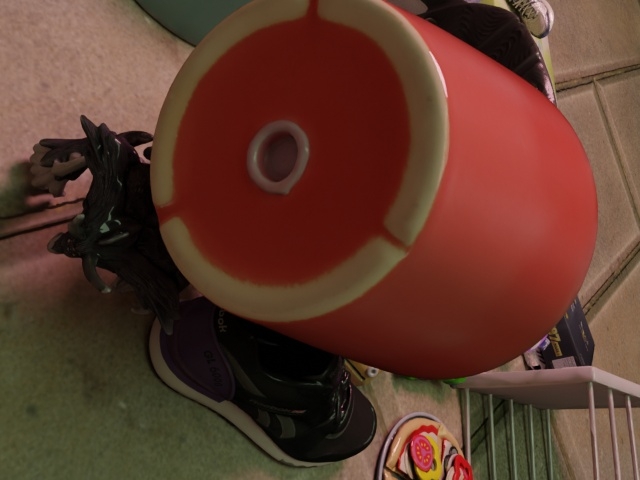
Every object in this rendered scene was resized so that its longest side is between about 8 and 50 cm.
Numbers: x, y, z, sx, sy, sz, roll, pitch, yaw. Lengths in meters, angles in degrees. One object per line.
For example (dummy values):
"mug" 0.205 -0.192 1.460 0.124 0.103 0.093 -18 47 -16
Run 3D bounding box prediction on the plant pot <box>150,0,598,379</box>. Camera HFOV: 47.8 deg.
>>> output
"plant pot" 0.033 -0.035 0.505 0.243 0.275 0.274 14 65 -60

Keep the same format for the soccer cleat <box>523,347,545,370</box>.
"soccer cleat" 0.343 0.185 1.174 0.083 0.029 0.035 59 35 -24

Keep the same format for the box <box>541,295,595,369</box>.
"box" 0.395 0.109 1.218 0.183 0.059 0.232 -28 99 -64

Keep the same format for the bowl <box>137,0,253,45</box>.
"bowl" -0.083 -0.369 0.753 0.312 0.163 0.311 21 62 -45

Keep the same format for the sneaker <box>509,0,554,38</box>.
"sneaker" 0.331 -0.388 1.173 0.058 0.052 0.135 -6 72 -40

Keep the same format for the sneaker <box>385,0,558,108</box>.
"sneaker" 0.220 -0.181 0.960 0.257 0.169 0.447 38 22 -42

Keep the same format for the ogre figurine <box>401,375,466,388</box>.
"ogre figurine" 0.178 0.111 0.939 0.118 0.097 0.197 47 48 -38

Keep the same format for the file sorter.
"file sorter" 0.346 0.286 1.009 0.278 0.193 0.173 23 62 -44

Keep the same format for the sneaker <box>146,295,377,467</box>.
"sneaker" -0.016 0.138 0.670 0.283 0.124 0.107 36 51 -38

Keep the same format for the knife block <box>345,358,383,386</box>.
"knife block" 0.086 0.021 0.892 0.276 0.242 0.088 -40 113 -2

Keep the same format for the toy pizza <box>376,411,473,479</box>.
"toy pizza" 0.136 0.307 0.867 0.201 0.032 0.201 22 60 -45

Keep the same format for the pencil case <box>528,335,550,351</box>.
"pencil case" 0.256 0.089 1.064 0.088 0.086 0.206 -46 120 -1

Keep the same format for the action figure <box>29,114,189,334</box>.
"action figure" -0.139 -0.022 0.573 0.164 0.141 0.275 67 22 -10

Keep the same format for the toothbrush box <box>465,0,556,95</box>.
"toothbrush box" 0.298 -0.354 1.250 0.206 0.122 0.283 22 58 -44
